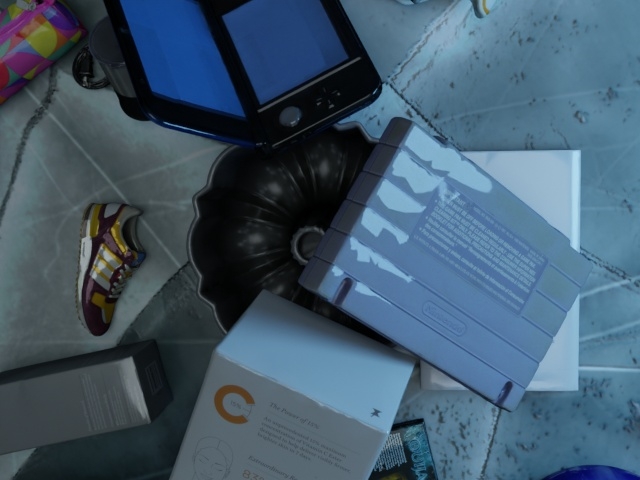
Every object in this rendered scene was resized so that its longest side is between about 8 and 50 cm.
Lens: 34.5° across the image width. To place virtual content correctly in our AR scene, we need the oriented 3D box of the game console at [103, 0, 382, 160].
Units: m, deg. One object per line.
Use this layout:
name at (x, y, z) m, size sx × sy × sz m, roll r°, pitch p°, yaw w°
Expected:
game console at (-0.102, -0.261, 1.245) m, size 0.250 × 0.173 × 0.293 m, roll -27°, pitch 59°, yaw 6°

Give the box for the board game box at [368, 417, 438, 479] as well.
board game box at (0.104, 0.349, 1.424) m, size 0.126 × 0.026 × 0.186 m, roll -13°, pitch 94°, yaw 6°

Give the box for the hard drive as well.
hard drive at (0.237, 0.040, 1.374) m, size 0.210 × 0.040 × 0.319 m, roll 0°, pitch 96°, yaw 5°

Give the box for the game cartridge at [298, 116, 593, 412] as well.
game cartridge at (0.161, 0.035, 1.227) m, size 0.355 × 0.068 × 0.230 m, roll 34°, pitch 79°, yaw -32°

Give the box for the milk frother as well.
milk frother at (-0.271, -0.238, 1.343) m, size 0.143 × 0.135 × 0.129 m, roll -10°, pitch 64°, yaw 3°

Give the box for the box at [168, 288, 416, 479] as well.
box at (-0.053, 0.272, 1.258) m, size 0.215 × 0.168 × 0.345 m, roll 25°, pitch 118°, yaw 6°

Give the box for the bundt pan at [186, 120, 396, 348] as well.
bundt pan at (0.000, 0.000, 1.339) m, size 0.330 × 0.124 × 0.331 m, roll 1°, pitch 97°, yaw 12°

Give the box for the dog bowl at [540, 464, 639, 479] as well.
dog bowl at (0.373, 0.439, 1.370) m, size 0.264 × 0.104 × 0.265 m, roll 1°, pitch 96°, yaw 5°

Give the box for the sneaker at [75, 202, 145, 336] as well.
sneaker at (-0.283, 0.042, 1.406) m, size 0.083 × 0.069 × 0.186 m, roll 3°, pitch 97°, yaw 10°

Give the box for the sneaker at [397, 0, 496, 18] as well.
sneaker at (0.091, -0.380, 1.303) m, size 0.321 × 0.126 × 0.127 m, roll 19°, pitch 91°, yaw 1°

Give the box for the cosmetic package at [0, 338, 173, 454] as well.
cosmetic package at (-0.338, 0.213, 1.400) m, size 0.238 × 0.127 × 0.107 m, roll -15°, pitch 95°, yaw 8°

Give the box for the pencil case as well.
pencil case at (-0.425, -0.248, 1.376) m, size 0.236 × 0.104 × 0.104 m, roll -39°, pitch 91°, yaw 8°
